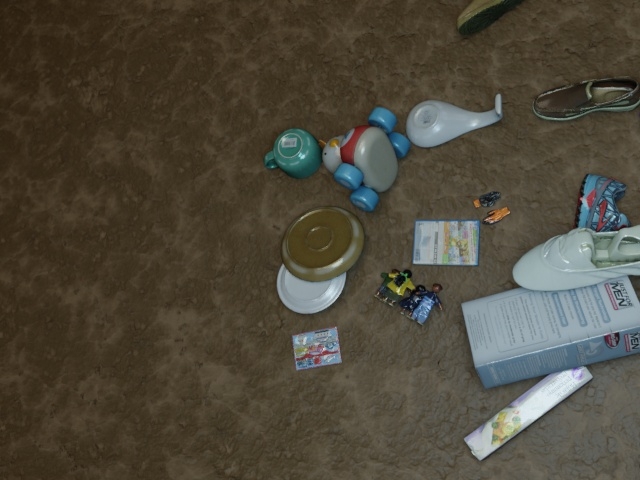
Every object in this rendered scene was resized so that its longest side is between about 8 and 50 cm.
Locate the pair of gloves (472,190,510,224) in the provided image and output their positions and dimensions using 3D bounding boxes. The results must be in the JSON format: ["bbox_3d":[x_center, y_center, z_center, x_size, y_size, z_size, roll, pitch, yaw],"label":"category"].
[{"bbox_3d":[0.437,-0.083,1.817,0.074,0.010,0.083,-27,66,12],"label":"pair of gloves"}]

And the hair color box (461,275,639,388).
[{"bbox_3d":[0.529,0.193,1.620,0.375,0.113,0.185,-18,45,15],"label":"hair color box"}]

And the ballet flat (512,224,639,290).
[{"bbox_3d":[0.620,0.020,1.545,0.401,0.139,0.139,-6,74,14],"label":"ballet flat"}]

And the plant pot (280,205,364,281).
[{"bbox_3d":[0.000,0.000,1.902,0.237,0.032,0.236,-10,57,15],"label":"plant pot"}]

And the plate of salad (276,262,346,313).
[{"bbox_3d":[-0.022,0.104,1.908,0.200,0.048,0.199,-10,63,20],"label":"plate of salad"}]

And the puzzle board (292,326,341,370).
[{"bbox_3d":[-0.012,0.285,1.876,0.128,0.011,0.096,-13,72,15],"label":"puzzle board"}]

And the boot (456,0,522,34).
[{"bbox_3d":[0.414,-0.719,1.958,0.236,0.089,0.269,-30,68,-2],"label":"boot"}]

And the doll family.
[{"bbox_3d":[0.228,0.132,1.803,0.193,0.076,0.111,33,84,19],"label":"doll family"}]

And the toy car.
[{"bbox_3d":[0.074,-0.231,1.893,0.238,0.210,0.219,20,72,35],"label":"toy car"}]

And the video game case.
[{"bbox_3d":[0.323,0.006,1.831,0.167,0.015,0.119,0,75,20],"label":"video game case"}]

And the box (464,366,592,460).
[{"bbox_3d":[0.480,0.391,1.646,0.324,0.067,0.063,-39,67,5],"label":"box"}]

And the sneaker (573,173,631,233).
[{"bbox_3d":[0.663,-0.032,1.674,0.125,0.104,0.261,9,79,19],"label":"sneaker"}]

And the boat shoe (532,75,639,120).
[{"bbox_3d":[0.660,-0.364,1.766,0.258,0.095,0.095,-7,74,18],"label":"boat shoe"}]

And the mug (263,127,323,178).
[{"bbox_3d":[-0.078,-0.239,1.991,0.158,0.097,0.129,-45,67,3],"label":"mug"}]

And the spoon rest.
[{"bbox_3d":[0.354,-0.321,1.884,0.277,0.084,0.137,-5,73,32],"label":"spoon rest"}]
